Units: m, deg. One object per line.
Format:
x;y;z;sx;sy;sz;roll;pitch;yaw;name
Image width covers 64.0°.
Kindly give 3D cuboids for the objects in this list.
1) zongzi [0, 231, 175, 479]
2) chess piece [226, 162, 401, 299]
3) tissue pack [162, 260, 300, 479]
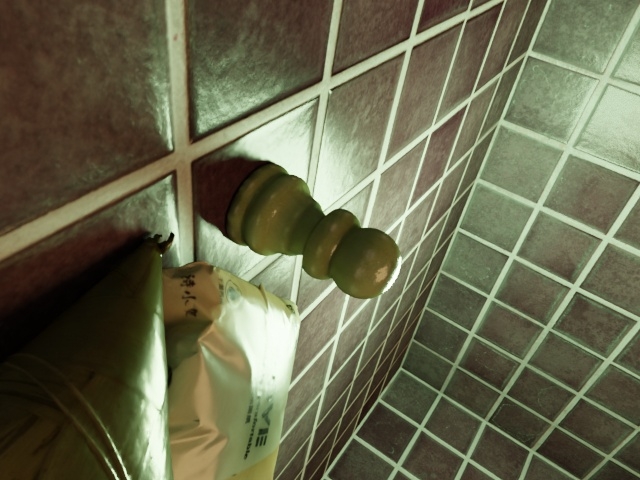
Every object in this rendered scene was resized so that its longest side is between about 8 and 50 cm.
-0.185;0.267;0.555;0.447;0.181;0.418;61;37;-24;zongzi
0.000;0.000;0.767;0.144;0.251;0.144;-48;157;-29;chess piece
-0.168;0.240;0.788;0.390;0.195;0.376;35;68;-65;tissue pack
